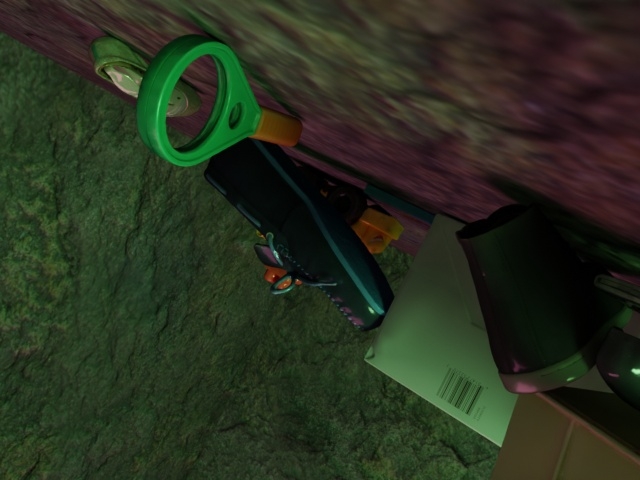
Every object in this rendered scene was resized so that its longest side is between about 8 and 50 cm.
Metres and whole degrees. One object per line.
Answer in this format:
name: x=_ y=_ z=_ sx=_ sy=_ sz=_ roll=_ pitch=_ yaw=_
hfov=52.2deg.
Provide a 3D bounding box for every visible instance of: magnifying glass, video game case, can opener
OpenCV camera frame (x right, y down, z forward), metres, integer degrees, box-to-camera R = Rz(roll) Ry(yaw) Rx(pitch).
magnifying glass: x=-0.069 y=-0.101 z=0.525 sx=0.026 sy=0.092 sz=0.231 roll=25 pitch=-170 yaw=20
video game case: x=0.137 y=-0.034 z=0.947 sx=0.119 sy=0.015 sz=0.166 roll=28 pitch=-179 yaw=21
can opener: x=0.291 y=0.100 z=0.489 sx=0.284 sy=0.095 sz=0.076 roll=27 pitch=-178 yaw=-33

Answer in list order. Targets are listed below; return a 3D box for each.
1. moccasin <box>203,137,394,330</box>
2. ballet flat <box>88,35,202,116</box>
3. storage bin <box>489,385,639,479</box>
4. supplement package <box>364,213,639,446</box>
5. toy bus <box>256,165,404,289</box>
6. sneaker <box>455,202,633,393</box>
moccasin: x=-0.033 y=-0.007 z=0.883 sx=0.342 sy=0.117 sz=0.138 roll=53 pitch=-164 yaw=24
ballet flat: x=-0.207 y=-0.180 z=0.783 sx=0.168 sy=0.057 sz=0.052 roll=27 pitch=-143 yaw=-49
storage bin: x=0.283 y=0.204 z=0.417 sx=0.263 sy=0.123 sz=0.260 roll=12 pitch=-172 yaw=-20
supplement package: x=0.225 y=0.121 z=0.761 sx=0.262 sy=0.204 sz=0.145 roll=28 pitch=-179 yaw=38
toy bus: x=0.000 y=0.000 z=1.123 sx=0.220 sy=0.211 sz=0.149 roll=26 pitch=179 yaw=32
sneaker: x=0.178 y=0.020 z=0.505 sx=0.083 sy=0.118 sz=0.222 roll=-20 pitch=-179 yaw=30
